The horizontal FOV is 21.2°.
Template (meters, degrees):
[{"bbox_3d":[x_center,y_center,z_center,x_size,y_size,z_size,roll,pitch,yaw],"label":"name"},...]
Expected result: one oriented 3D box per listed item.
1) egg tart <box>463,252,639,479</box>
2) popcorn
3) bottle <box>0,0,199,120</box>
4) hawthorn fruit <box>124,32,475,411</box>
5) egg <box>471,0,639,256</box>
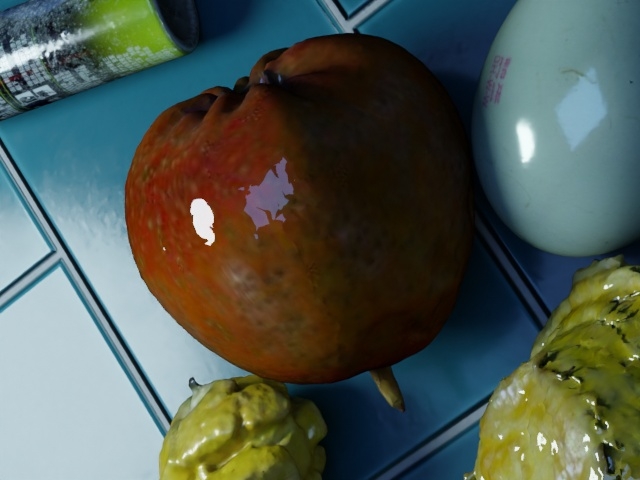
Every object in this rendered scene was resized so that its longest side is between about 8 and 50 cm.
[{"bbox_3d":[0.204,0.178,1.219,0.132,0.341,0.341,5,90,-24],"label":"egg tart"},{"bbox_3d":[-0.067,0.181,1.403,0.152,0.167,0.148,45,74,-5],"label":"popcorn"},{"bbox_3d":[-0.272,-0.159,1.518,0.330,0.093,0.093,-17,82,20],"label":"bottle"},{"bbox_3d":[0.000,0.000,1.333,0.277,0.277,0.298,-26,95,19],"label":"hawthorn fruit"},{"bbox_3d":[0.214,-0.116,1.282,0.183,0.183,0.264,20,89,21],"label":"egg"}]
